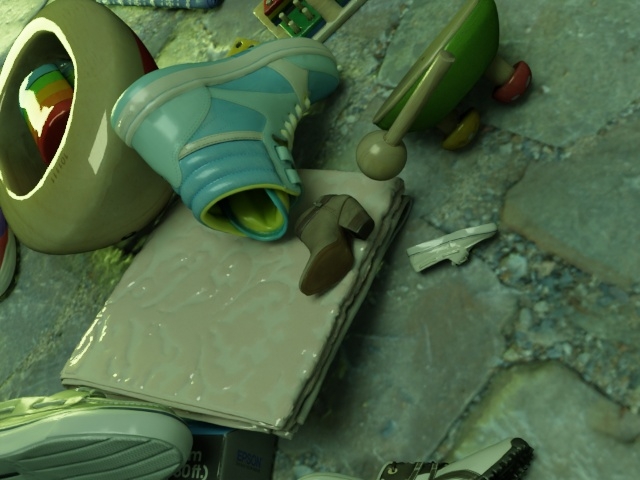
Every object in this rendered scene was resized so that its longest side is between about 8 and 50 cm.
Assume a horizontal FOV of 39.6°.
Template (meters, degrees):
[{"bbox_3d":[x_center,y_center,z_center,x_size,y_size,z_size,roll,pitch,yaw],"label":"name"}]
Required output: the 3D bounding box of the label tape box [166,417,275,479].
[{"bbox_3d":[-0.181,0.271,0.948,0.241,0.106,0.333,-7,64,28],"label":"label tape box"}]

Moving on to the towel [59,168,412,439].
[{"bbox_3d":[-0.093,0.050,0.985,0.317,0.053,0.331,6,52,33],"label":"towel"}]

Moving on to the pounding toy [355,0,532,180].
[{"bbox_3d":[0.146,-0.152,0.946,0.183,0.110,0.237,-47,7,40],"label":"pounding toy"}]

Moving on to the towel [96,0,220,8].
[{"bbox_3d":[-0.240,-0.469,1.392,0.336,0.040,0.243,13,77,36],"label":"towel"}]

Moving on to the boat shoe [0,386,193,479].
[{"bbox_3d":[-0.257,0.193,0.899,0.303,0.109,0.094,-12,43,26],"label":"boat shoe"}]

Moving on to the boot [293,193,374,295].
[{"bbox_3d":[0.000,0.000,0.917,0.118,0.042,0.087,-44,37,-17],"label":"boot"}]

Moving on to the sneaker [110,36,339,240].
[{"bbox_3d":[-0.057,-0.108,1.005,0.208,0.319,0.127,53,139,12],"label":"sneaker"}]

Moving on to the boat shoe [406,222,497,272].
[{"bbox_3d":[0.140,0.010,0.930,0.100,0.035,0.035,-20,86,18],"label":"boat shoe"}]

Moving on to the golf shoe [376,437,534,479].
[{"bbox_3d":[0.100,0.227,0.819,0.198,0.077,0.094,-38,53,8],"label":"golf shoe"}]

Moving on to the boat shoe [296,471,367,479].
[{"bbox_3d":[0.084,0.311,0.718,0.320,0.103,0.118,39,103,19],"label":"boat shoe"}]

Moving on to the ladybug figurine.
[{"bbox_3d":[-0.306,-0.149,1.160,0.305,0.162,0.449,-57,41,20],"label":"ladybug figurine"}]

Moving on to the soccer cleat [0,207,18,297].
[{"bbox_3d":[-0.514,-0.063,1.301,0.109,0.116,0.318,-24,57,19],"label":"soccer cleat"}]

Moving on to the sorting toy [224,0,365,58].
[{"bbox_3d":[-0.026,-0.320,1.178,0.274,0.046,0.132,-43,53,7],"label":"sorting toy"}]
